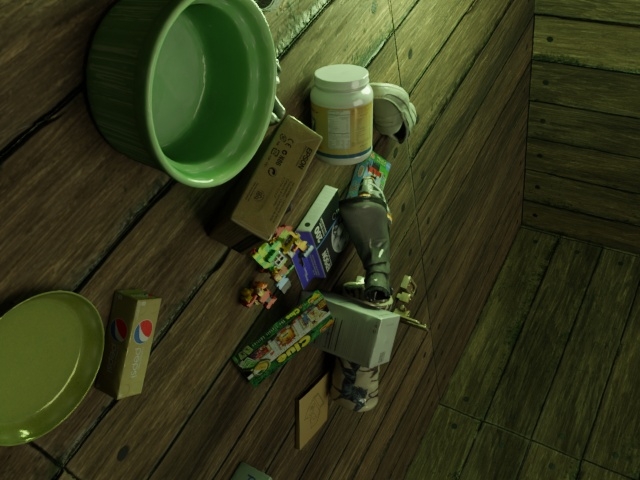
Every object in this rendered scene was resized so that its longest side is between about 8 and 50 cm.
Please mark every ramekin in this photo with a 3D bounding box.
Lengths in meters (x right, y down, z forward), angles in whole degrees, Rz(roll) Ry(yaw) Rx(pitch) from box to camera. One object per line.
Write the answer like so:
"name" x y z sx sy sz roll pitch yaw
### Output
"ramekin" -0.213 -0.245 0.991 0.303 0.148 0.304 -40 139 -47

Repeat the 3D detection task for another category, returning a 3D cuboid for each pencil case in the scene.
"pencil case" 0.121 0.324 1.941 0.183 0.159 0.411 -57 155 -66

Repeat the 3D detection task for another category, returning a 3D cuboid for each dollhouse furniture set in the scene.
"dollhouse furniture set" 0.361 0.238 2.385 0.151 0.123 0.144 -66 152 -13

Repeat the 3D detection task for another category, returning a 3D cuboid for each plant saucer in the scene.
"plant saucer" -0.432 0.186 0.954 0.241 0.037 0.241 -38 137 -47

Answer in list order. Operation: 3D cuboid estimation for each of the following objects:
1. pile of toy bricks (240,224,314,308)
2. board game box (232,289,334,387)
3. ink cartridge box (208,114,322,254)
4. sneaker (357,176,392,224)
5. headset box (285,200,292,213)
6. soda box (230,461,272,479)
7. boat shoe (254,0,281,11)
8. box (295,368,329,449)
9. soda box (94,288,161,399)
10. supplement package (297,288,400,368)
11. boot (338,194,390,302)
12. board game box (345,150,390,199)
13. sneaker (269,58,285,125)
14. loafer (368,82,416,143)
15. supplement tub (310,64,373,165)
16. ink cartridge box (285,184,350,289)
"pile of toy bricks" -0.115 0.047 1.421 0.105 0.118 0.212 46 70 -24
"board game box" -0.085 0.241 1.545 0.259 0.030 0.136 -38 145 -12
"ink cartridge box" -0.109 -0.101 1.227 0.235 0.088 0.193 -64 -166 -17
"sneaker" 0.152 -0.102 1.761 0.215 0.084 0.083 56 35 -64
"headset box" -0.095 -0.087 1.436 0.083 0.032 0.062 -38 137 -46
"soda box" -0.226 0.712 1.584 0.286 0.098 0.091 -56 150 -29
"boat shoe" -0.084 -0.531 1.147 0.070 0.077 0.220 -3 109 -63
"box" -0.025 0.515 1.933 0.164 0.021 0.201 -36 137 -49
"soda box" -0.336 0.180 1.108 0.061 0.058 0.182 1 103 -62
"supplement package" 0.065 0.229 1.687 0.139 0.244 0.134 5 100 -62
"boot" 0.136 0.032 1.673 0.338 0.118 0.223 44 41 -61
"board game box" 0.130 -0.141 1.822 0.160 0.039 0.212 17 91 -63
"sneaker" -0.127 -0.337 1.138 0.110 0.118 0.292 -46 142 -38
"loafer" 0.193 -0.347 1.741 0.319 0.111 0.112 16 83 -64
"supplement tub" 0.049 -0.289 1.464 0.144 0.144 0.200 -42 140 -45
"ink cartridge box" 0.000 0.000 1.654 0.208 0.045 0.206 -56 149 -27
